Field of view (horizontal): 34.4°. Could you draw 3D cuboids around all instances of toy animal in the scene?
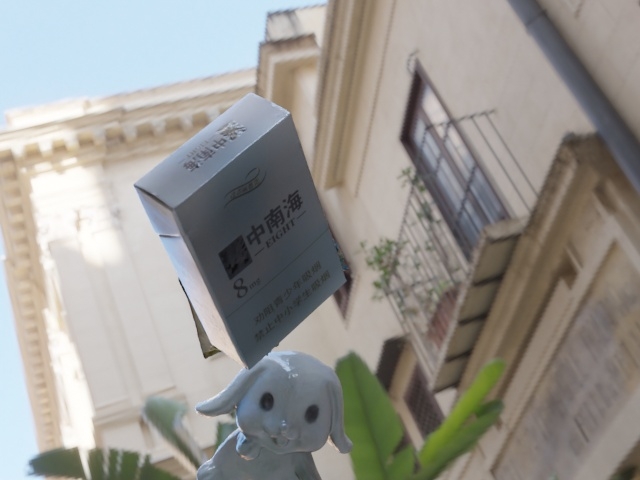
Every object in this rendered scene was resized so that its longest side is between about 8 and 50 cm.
[{"bbox_3d":[-0.058,0.304,1.677,0.249,0.174,0.289,33,-52,-23],"label":"toy animal"}]

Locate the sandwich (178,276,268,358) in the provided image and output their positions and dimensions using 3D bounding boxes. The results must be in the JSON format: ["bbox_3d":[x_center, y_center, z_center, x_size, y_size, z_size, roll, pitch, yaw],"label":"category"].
[{"bbox_3d":[-0.090,0.088,1.477,0.193,0.162,0.058,-21,9,-29],"label":"sandwich"}]

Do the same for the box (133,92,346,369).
[{"bbox_3d":[-0.071,-0.004,1.024,0.155,0.067,0.242,-42,-42,-24],"label":"box"}]

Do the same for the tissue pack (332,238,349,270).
[{"bbox_3d":[0.000,0.000,1.342,0.028,0.085,0.138,-39,-15,-6],"label":"tissue pack"}]
